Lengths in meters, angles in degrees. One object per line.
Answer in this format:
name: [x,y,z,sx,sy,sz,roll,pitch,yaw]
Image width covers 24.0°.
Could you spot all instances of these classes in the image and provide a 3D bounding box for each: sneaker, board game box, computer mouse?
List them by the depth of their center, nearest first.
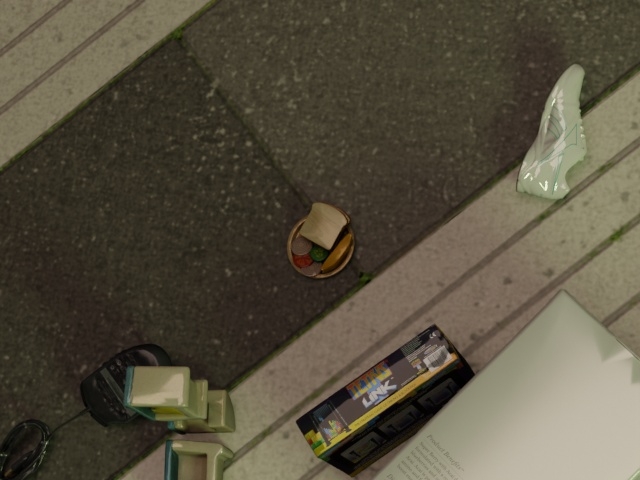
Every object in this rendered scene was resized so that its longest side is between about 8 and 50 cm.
board game box: [0.072,0.164,1.515,0.170,0.141,0.048,-35,68,3]
sneaker: [0.259,-0.114,1.606,0.061,0.054,0.152,19,85,11]
computer mouse: [-0.263,0.194,1.662,0.242,0.041,0.071,-34,84,9]

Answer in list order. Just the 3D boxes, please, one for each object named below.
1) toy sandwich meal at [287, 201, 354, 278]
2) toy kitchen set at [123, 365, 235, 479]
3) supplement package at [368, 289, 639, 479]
toy sandwich meal: [0.000,0.000,1.649,0.085,0.029,0.086,-5,71,14]
toy kitchen set: [-0.172,0.247,1.543,0.122,0.166,0.207,-4,71,14]
supplement package: [0.202,0.225,1.440,0.293,0.175,0.177,-44,65,-1]
